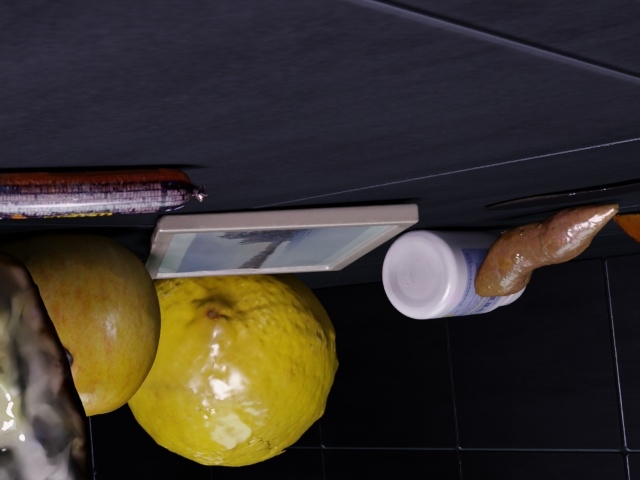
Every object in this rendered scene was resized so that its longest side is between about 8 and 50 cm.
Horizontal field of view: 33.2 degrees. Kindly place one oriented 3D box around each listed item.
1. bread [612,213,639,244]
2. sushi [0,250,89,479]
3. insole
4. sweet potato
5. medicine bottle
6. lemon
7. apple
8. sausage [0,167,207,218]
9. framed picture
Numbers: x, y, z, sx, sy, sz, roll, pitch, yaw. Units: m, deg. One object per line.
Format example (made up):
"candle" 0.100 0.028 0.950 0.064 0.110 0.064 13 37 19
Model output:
"bread" 0.394 -0.007 1.242 0.108 0.062 0.043 -4 178 30
"sushi" -0.322 0.127 0.567 0.294 0.282 0.299 5 -170 37
"insole" 0.247 -0.043 0.926 0.086 0.005 0.253 -3 176 -41
"sweet potato" 0.226 0.007 1.131 0.065 0.051 0.218 28 143 -17
"medicine bottle" 0.165 0.038 1.278 0.102 0.103 0.186 -8 174 39
"lemon" -0.107 0.132 1.227 0.260 0.261 0.284 -4 180 -9
"apple" -0.220 0.073 0.906 0.182 0.155 0.182 -7 177 0
"sausage" -0.153 -0.024 0.552 0.198 0.025 0.028 -3 -178 -25
"framed picture" -0.051 0.006 0.978 0.213 0.016 0.289 -3 171 -13
